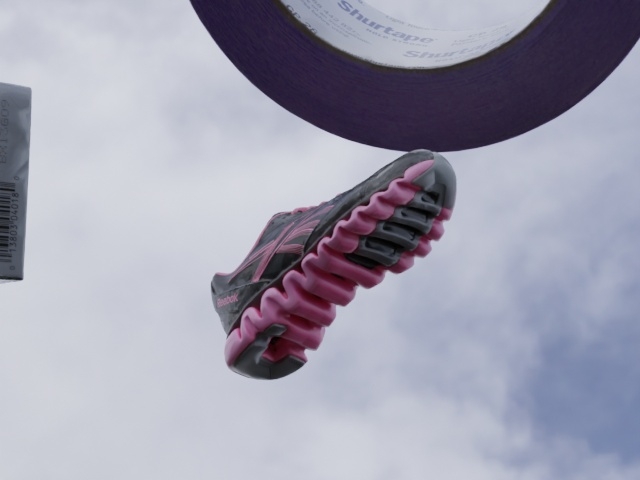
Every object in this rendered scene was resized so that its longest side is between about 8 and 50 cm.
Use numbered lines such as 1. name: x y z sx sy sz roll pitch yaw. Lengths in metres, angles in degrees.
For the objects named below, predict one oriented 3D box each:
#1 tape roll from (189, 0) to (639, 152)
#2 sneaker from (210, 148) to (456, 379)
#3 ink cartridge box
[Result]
1. tape roll: 0.056 -0.189 0.678 0.275 0.090 0.274 8 -66 18
2. sneaker: 0.000 0.000 0.513 0.119 0.057 0.047 -41 -43 14
3. ink cartridge box: -0.135 -0.014 0.445 0.029 0.062 0.115 6 -8 -35
